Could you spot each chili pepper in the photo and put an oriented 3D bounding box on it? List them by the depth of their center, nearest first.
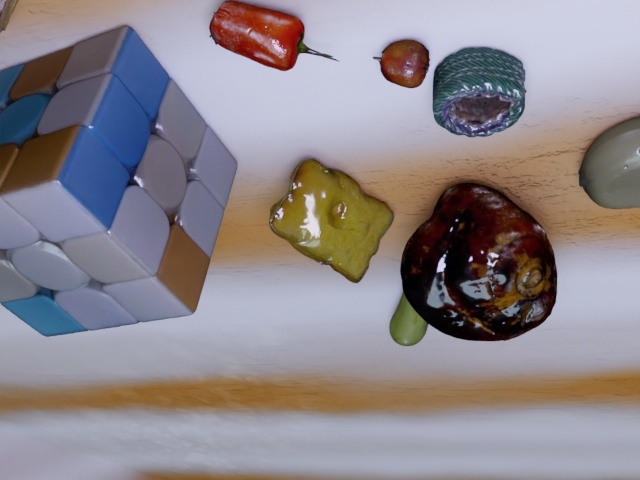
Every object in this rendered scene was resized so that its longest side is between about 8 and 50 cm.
[{"bbox_3d":[-0.062,-0.291,1.125,0.192,0.086,0.084,20,115,3],"label":"chili pepper"}]

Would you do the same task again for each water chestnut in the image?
[{"bbox_3d":[0.278,0.042,1.355,0.289,0.244,0.289,8,135,8],"label":"water chestnut"}]

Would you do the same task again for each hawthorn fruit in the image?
[{"bbox_3d":[0.124,-0.260,1.136,0.077,0.077,0.077,7,143,5],"label":"hawthorn fruit"}]

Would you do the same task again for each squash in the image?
[{"bbox_3d":[0.197,0.143,1.636,0.083,0.083,0.250,9,141,3],"label":"squash"}]

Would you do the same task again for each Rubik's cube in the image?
[{"bbox_3d":[-0.390,-0.082,1.270,0.347,0.344,0.347,-9,140,25],"label":"Rubik's cube"}]

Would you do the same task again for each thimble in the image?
[{"bbox_3d":[0.235,-0.218,1.146,0.135,0.090,0.118,3,145,6],"label":"thimble"}]

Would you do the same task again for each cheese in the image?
[{"bbox_3d":[0.508,-0.118,1.210,0.203,0.091,0.175,-9,139,27],"label":"cheese"}]

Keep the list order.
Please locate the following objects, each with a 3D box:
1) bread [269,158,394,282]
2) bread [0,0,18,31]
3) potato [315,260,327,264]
[{"bbox_3d":[0.013,-0.039,1.397,0.233,0.160,0.088,34,165,-34],"label":"bread"},{"bbox_3d":[-0.530,-0.356,1.169,0.193,0.067,0.119,5,143,8],"label":"bread"},{"bbox_3d":[-0.002,-0.001,1.495,0.122,0.061,0.086,34,162,-25],"label":"potato"}]
